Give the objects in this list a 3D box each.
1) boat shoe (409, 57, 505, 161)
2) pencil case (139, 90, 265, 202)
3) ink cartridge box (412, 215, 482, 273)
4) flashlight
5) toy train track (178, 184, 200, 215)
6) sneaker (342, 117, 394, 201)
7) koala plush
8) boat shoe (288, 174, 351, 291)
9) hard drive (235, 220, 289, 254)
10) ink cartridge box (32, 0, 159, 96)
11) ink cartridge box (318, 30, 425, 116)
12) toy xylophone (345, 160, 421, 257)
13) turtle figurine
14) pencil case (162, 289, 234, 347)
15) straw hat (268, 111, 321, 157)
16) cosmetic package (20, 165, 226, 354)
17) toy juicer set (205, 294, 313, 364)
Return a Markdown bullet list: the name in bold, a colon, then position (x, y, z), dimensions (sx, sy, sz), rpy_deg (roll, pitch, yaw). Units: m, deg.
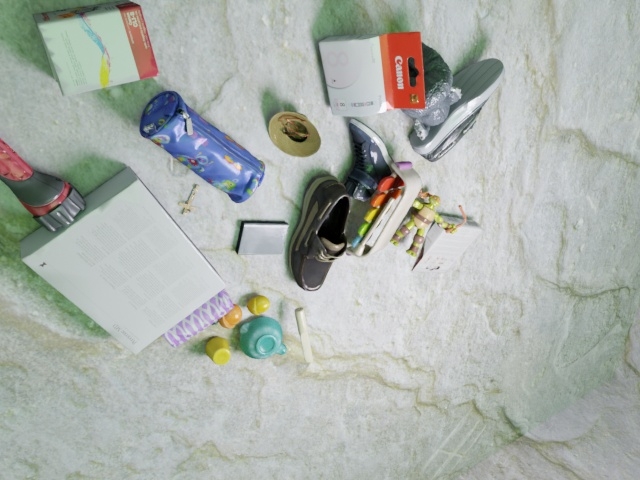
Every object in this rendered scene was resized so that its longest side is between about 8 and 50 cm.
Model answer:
- **boat shoe**: position (0.399, -0.372, 1.476), dimensions (0.335, 0.121, 0.119), rpy_deg (-45, 141, 12)
- **pencil case**: position (-0.253, -0.203, 1.135), dimensions (0.306, 0.133, 0.120), rpy_deg (37, 65, -42)
- **ink cartridge box**: position (0.429, 0.019, 1.774), dimensions (0.180, 0.056, 0.225), rpy_deg (6, 133, -35)
- **flashlight**: position (-0.588, -0.150, 0.968), dimensions (0.103, 0.103, 0.304), rpy_deg (-37, 131, -7)
- **toy train track**: position (-0.313, -0.096, 1.237), dimensions (0.048, 0.014, 0.083), rpy_deg (19, 106, -39)
- **sneaker**: position (0.105, -0.207, 1.390), dimensions (0.163, 0.086, 0.226), rpy_deg (-46, 133, -4)
- **koala plush**: position (0.276, -0.375, 1.346), dimensions (0.196, 0.203, 0.221), rpy_deg (-50, 143, 4)
- **boat shoe**: position (0.000, 0.000, 1.419), dimensions (0.132, 0.130, 0.356), rpy_deg (-7, 121, -29)
- **hard drive**: position (-0.157, -0.007, 1.386), dimensions (0.135, 0.022, 0.094), rpy_deg (0, 117, -33)
- **ink cartridge box**: position (-0.412, -0.357, 0.938), dimensions (0.176, 0.128, 0.128), rpy_deg (-22, 127, -21)
- **ink cartridge box**: position (0.122, -0.388, 1.207), dimensions (0.066, 0.232, 0.189), rpy_deg (-50, 140, -39)
- **toy xylophone**: position (0.172, -0.074, 1.442), dimensions (0.323, 0.081, 0.236), rpy_deg (-59, 160, 18)
- **turtle figurine**: position (0.305, -0.070, 1.605), dimensions (0.269, 0.087, 0.217), rpy_deg (29, 104, -20)
- **pencil case**: position (-0.328, 0.196, 1.356), dimensions (0.206, 0.086, 0.088), rpy_deg (-36, 138, -9)
- **straw hat**: position (-0.056, -0.278, 1.257), dimensions (0.144, 0.144, 0.061), rpy_deg (54, 41, -41)
- **cosmetic package**: position (-0.440, 0.060, 1.195), dimensions (0.284, 0.097, 0.377), rpy_deg (-38, 131, -10)
- **toy juicer set**: position (-0.165, 0.257, 1.507), dimensions (0.328, 0.089, 0.210), rpy_deg (5, 102, -26)
